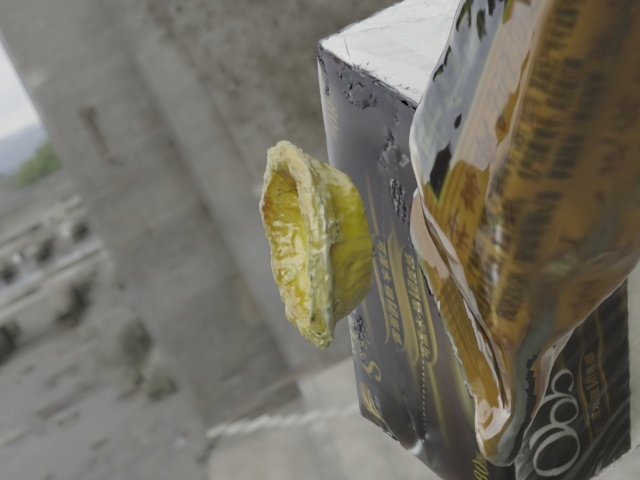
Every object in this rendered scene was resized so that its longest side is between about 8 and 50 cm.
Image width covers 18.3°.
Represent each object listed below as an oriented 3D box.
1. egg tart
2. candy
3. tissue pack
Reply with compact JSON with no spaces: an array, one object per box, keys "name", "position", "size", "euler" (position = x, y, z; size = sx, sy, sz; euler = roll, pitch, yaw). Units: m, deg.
[{"name":"egg tart","position":[0.000,0.000,0.965],"size":[0.039,0.105,0.105],"euler":[-10,2,-13]},{"name":"candy","position":[0.092,-0.047,0.730],"size":[0.101,0.143,0.271],"euler":[4,-45,-19]},{"name":"tissue pack","position":[0.139,-0.003,1.480],"size":[0.198,0.370,0.210],"euler":[-26,39,-24]}]
